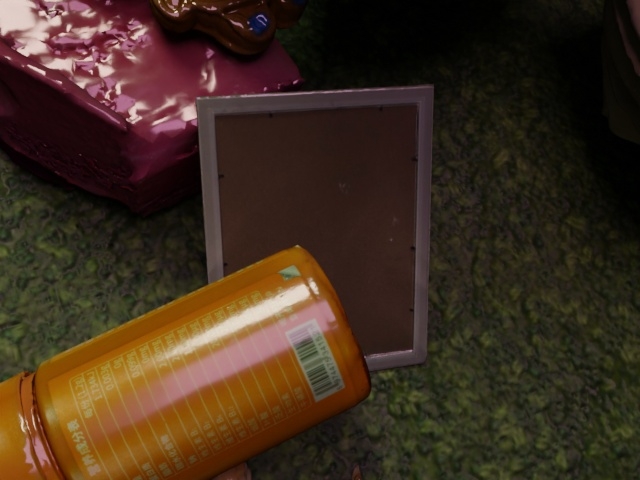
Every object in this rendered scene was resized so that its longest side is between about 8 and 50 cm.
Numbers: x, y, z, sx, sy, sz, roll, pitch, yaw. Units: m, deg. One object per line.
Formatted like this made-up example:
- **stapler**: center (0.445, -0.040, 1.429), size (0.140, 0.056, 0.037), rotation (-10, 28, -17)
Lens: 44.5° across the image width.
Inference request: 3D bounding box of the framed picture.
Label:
- **framed picture**: center (0.000, 0.000, 0.477), size (0.142, 0.011, 0.183), rotation (-6, 108, -14)

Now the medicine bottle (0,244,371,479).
- **medicine bottle**: center (-0.076, 0.083, 0.420), size (0.191, 0.096, 0.096), rotation (-26, 75, -9)

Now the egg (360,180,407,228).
- **egg**: center (0.029, -0.041, 0.525), size (0.071, 0.071, 0.083), rotation (-29, 73, -21)

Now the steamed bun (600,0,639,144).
- **steamed bun**: center (0.332, -0.138, 0.556), size (0.324, 0.219, 0.310), rotation (11, 79, -34)

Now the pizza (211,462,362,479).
- **pizza**: center (-0.035, 0.234, 0.415), size (0.181, 0.034, 0.262), rotation (3, 66, -11)

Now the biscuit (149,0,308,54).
- **biscuit**: center (-0.085, -0.186, 0.471), size (0.175, 0.026, 0.124), rotation (40, 61, 4)

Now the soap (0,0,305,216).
- **soap**: center (-0.161, -0.156, 0.514), size (0.182, 0.112, 0.289), rotation (-28, 75, -26)
